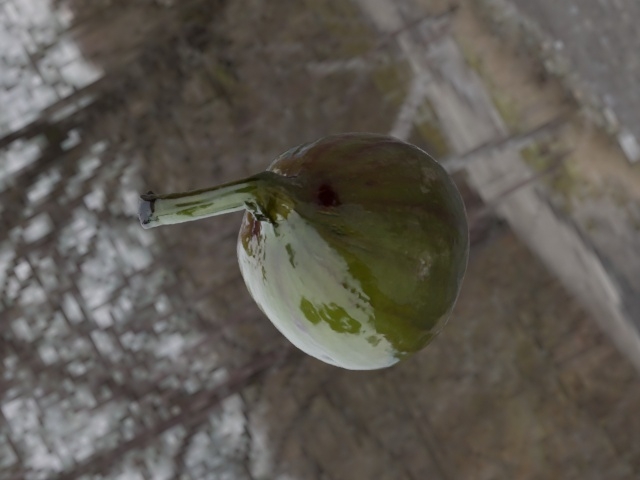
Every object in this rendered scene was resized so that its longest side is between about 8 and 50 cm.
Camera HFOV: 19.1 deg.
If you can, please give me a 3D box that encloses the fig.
[{"bbox_3d":[0.008,-0.010,1.130,0.148,0.142,0.186,18,159,27],"label":"fig"}]
